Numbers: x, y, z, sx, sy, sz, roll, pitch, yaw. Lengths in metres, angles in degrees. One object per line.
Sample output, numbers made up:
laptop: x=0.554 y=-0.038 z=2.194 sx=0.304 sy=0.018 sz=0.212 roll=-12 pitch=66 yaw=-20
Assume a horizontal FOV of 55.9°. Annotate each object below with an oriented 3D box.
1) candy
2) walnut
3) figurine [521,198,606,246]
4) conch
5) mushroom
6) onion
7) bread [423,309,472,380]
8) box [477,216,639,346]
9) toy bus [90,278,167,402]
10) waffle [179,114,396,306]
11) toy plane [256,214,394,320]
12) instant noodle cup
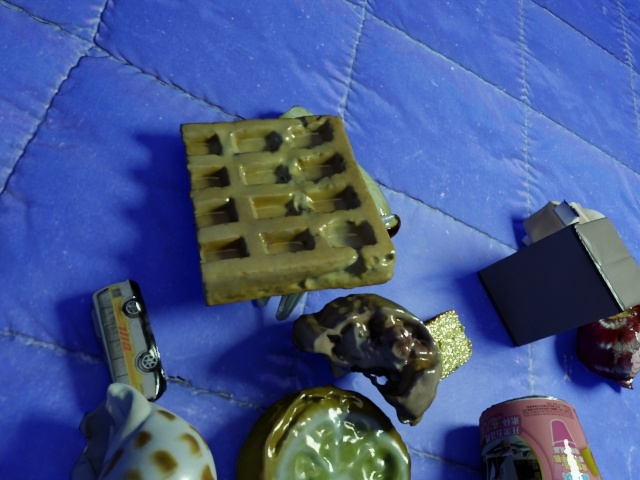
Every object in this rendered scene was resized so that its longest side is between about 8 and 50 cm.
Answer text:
candy: x=0.007 y=0.336 z=0.857 sx=0.260 sy=0.118 sz=0.260 roll=12 pitch=62 yaw=-24
walnut: x=0.082 y=0.155 z=0.928 sx=0.238 sy=0.204 sz=0.141 roll=32 pitch=93 yaw=5
figurine: x=0.583 y=-0.011 z=1.387 sx=0.237 sy=0.141 sz=0.162 roll=8 pitch=39 yaw=-39
conch: x=-0.200 y=0.304 z=0.697 sx=0.149 sy=0.183 sz=0.275 roll=20 pitch=43 yaw=-29
mushroom: x=0.032 y=-0.122 z=1.135 sx=0.312 sy=0.081 sz=0.100 roll=50 pitch=50 yaw=3
onion: x=0.629 y=0.229 z=1.291 sx=0.195 sy=0.140 sz=0.218 roll=-49 pitch=134 yaw=-41
bread: x=0.205 y=0.197 z=1.087 sx=0.187 sy=0.065 sz=0.103 roll=-22 pitch=73 yaw=-39
box: x=0.478 y=0.082 z=1.188 sx=0.153 sy=0.252 sz=0.188 roll=-14 pitch=73 yaw=-37
toy bus: x=-0.267 y=0.143 z=0.830 sx=0.072 sy=0.057 sz=0.172 roll=-13 pitch=73 yaw=-26
waffle: x=-0.060 y=-0.069 z=0.965 sx=0.304 sy=0.077 sz=0.348 roll=-8 pitch=56 yaw=-15
toy plane: x=-0.002 y=0.004 z=1.023 sx=0.267 sy=0.088 sz=0.212 roll=-17 pitch=76 yaw=-17
instant noodle cup: x=0.360 y=0.402 z=0.984 sx=0.244 sy=0.244 sz=0.255 roll=18 pitch=51 yaw=-23
